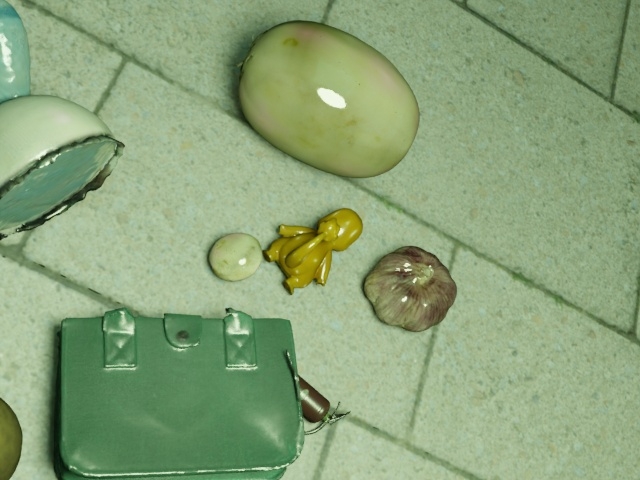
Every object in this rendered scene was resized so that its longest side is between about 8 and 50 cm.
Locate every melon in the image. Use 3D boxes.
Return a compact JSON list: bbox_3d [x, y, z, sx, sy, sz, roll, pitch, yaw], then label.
[{"bbox_3d":[0.012,-0.230,1.484,0.317,0.223,0.223,26,58,-12],"label":"melon"}]

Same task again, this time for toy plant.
[{"bbox_3d":[-0.455,-0.188,1.226,0.247,0.247,0.332,-36,85,-35],"label":"toy plant"}]

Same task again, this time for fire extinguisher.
[{"bbox_3d":[-0.038,0.235,1.361,0.157,0.045,0.078,42,84,-6],"label":"fire extinguisher"}]

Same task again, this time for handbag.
[{"bbox_3d":[-0.192,0.213,1.234,0.326,0.089,0.238,1,63,-17],"label":"handbag"}]

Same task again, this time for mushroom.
[{"bbox_3d":[-0.127,0.027,1.388,0.083,0.084,0.067,-66,144,-32],"label":"mushroom"}]

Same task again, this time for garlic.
[{"bbox_3d":[0.152,0.077,1.492,0.159,0.102,0.147,1,69,-27],"label":"garlic"}]

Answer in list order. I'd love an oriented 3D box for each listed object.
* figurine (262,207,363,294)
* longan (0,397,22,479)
[{"bbox_3d":[0.003,-0.002,1.437,0.176,0.122,0.121,-35,84,-34],"label":"figurine"},{"bbox_3d":[-0.447,0.231,1.069,0.187,0.167,0.167,16,62,-13],"label":"longan"}]
